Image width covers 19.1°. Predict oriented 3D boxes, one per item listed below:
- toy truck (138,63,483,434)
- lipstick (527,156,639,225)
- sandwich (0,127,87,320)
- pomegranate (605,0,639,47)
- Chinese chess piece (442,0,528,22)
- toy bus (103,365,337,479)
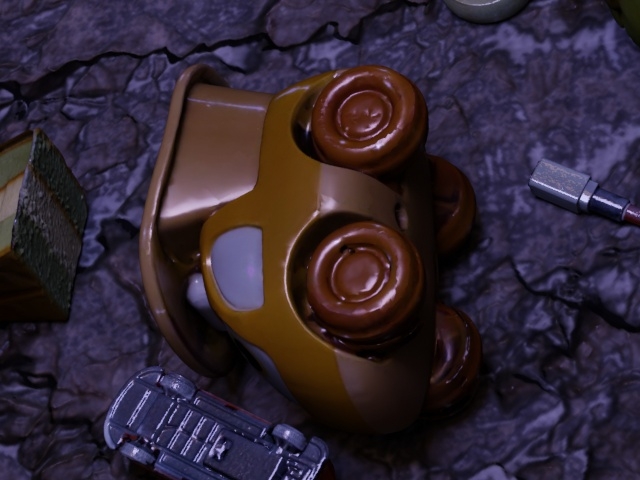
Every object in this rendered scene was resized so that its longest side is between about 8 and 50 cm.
[{"bbox_3d":[0.000,0.000,1.387,0.212,0.204,0.288,-6,64,18],"label":"toy truck"},{"bbox_3d":[0.210,-0.030,1.436,0.107,0.025,0.025,24,75,19],"label":"lipstick"},{"bbox_3d":[-0.290,-0.011,1.522,0.187,0.144,0.117,-1,63,17],"label":"sandwich"},{"bbox_3d":[0.347,-0.281,1.362,0.358,0.216,0.310,-31,39,13],"label":"pomegranate"},{"bbox_3d":[0.134,-0.216,1.544,0.084,0.034,0.084,-7,65,14],"label":"Chinese chess piece"},{"bbox_3d":[-0.073,0.159,1.406,0.174,0.077,0.079,23,74,26],"label":"toy bus"}]
